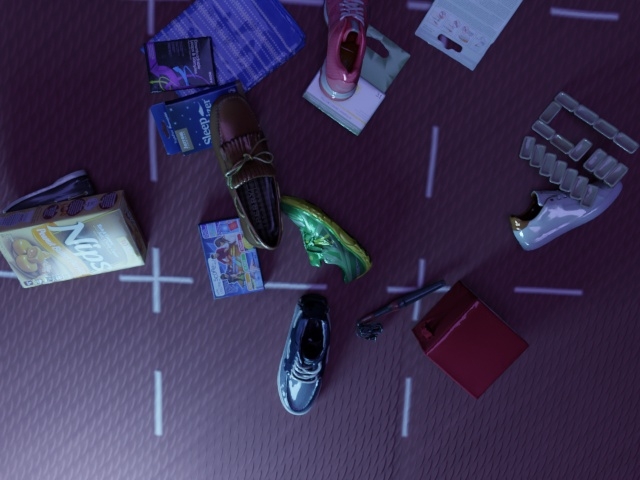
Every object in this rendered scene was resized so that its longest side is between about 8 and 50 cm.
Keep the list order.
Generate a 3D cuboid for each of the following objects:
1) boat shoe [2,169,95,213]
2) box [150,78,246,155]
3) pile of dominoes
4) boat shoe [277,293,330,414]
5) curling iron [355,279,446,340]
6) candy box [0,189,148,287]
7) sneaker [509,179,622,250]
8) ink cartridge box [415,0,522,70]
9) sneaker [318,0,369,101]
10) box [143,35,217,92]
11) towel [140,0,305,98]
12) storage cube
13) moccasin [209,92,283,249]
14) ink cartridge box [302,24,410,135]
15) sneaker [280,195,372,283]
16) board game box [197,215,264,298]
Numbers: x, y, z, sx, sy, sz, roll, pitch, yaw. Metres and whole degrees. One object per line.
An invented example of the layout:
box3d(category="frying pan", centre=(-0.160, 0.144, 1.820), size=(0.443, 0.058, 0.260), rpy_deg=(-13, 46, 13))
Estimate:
box3d(category="boat shoe", centre=(-0.675, -0.098, 1.558), size=(0.227, 0.081, 0.069), rpy_deg=(-26, 98, 1))
box3d(category="box", centre=(-0.282, -0.291, 1.517), size=(0.225, 0.037, 0.137), rpy_deg=(-18, 123, -4))
box3d(category="pile of dominoes", centre=(0.636, -0.222, 1.564), size=(0.251, 0.040, 0.196), rpy_deg=(43, 101, 20))
box3d(category="boat shoe", centre=(-0.044, 0.320, 1.630), size=(0.127, 0.158, 0.341), rpy_deg=(6, 102, -3))
box3d(category="curling iron", centre=(0.214, 0.180, 1.672), size=(0.274, 0.035, 0.068), rpy_deg=(-34, 105, 6))
box3d(category="candy box", centre=(-0.610, -0.002, 1.546), size=(0.316, 0.088, 0.183), rpy_deg=(-11, 130, 1))
box3d(category="sneaker", centre=(0.617, -0.097, 1.586), size=(0.290, 0.106, 0.123), rpy_deg=(-33, 104, 7))
box3d(category="ink cartridge box", centre=(0.362, -0.558, 1.518), size=(0.180, 0.056, 0.225), rpy_deg=(29, 118, -8))
box3d(category="sneaker", centre=(0.072, -0.485, 1.440), size=(0.115, 0.136, 0.314), rpy_deg=(5, 83, -13))
box3d(category="box", centre=(-0.333, -0.420, 1.498), size=(0.161, 0.029, 0.116), rpy_deg=(-6, 102, 1))
box3d(category="towel", centre=(-0.231, -0.472, 1.513), size=(0.336, 0.040, 0.243), rpy_deg=(-38, 100, 6))
box3d(category="storage cube", centre=(0.381, 0.251, 1.617), size=(0.215, 0.184, 0.193), rpy_deg=(41, 97, -9))
box3d(category="moccasin", centre=(-0.170, -0.158, 1.489), size=(0.139, 0.147, 0.381), rpy_deg=(-13, 106, -20))
box3d(category="ink cartridge box", centre=(0.089, -0.402, 1.532), size=(0.171, 0.056, 0.235), rpy_deg=(34, 101, -8))
box3d(category="sneaker", centre=(0.000, 0.000, 1.587), size=(0.295, 0.109, 0.123), rpy_deg=(42, 94, -10))
box3d(category="board game box", centre=(-0.230, 0.042, 1.627), size=(0.136, 0.035, 0.201), rpy_deg=(-10, 102, 0))
